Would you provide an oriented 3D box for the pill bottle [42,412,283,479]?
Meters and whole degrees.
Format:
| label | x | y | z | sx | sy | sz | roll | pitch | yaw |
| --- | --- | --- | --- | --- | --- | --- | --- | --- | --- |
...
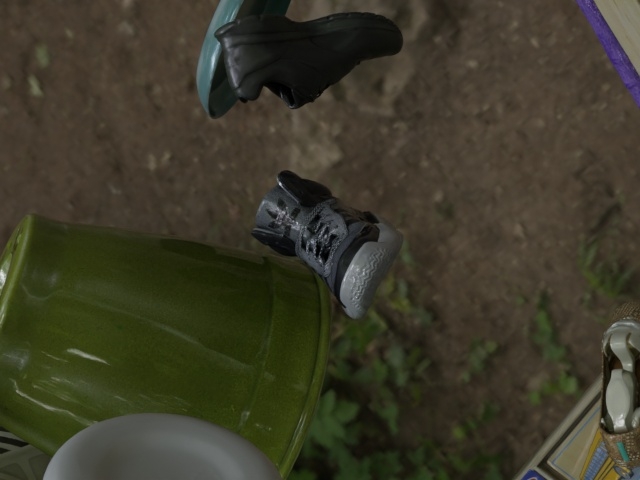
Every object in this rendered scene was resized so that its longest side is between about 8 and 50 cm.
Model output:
| label | x | y | z | sx | sy | sz | roll | pitch | yaw |
| --- | --- | --- | --- | --- | --- | --- | --- | --- | --- |
| pill bottle | -0.079 | 0.177 | 0.475 | 0.103 | 0.103 | 0.184 | 36 | 123 | 42 |

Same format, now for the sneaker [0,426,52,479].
| label | x | y | z | sx | sy | sz | roll | pitch | yaw |
| --- | --- | --- | --- | --- | --- | --- | --- | --- | --- |
| sneaker | -0.326 | 0.381 | 1.415 | 0.448 | 0.257 | 0.169 | 32 | 120 | 1 |

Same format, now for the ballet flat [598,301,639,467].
| label | x | y | z | sx | sy | sz | roll | pitch | yaw |
| --- | --- | --- | --- | --- | --- | --- | --- | --- | --- |
| ballet flat | 0.336 | 0.142 | 1.163 | 0.073 | 0.206 | 0.067 | -14 | 138 | 27 |

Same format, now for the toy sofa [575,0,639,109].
| label | x | y | z | sx | sy | sz | roll | pitch | yaw |
| --- | --- | --- | --- | --- | --- | --- | --- | --- | --- |
| toy sofa | 0.282 | -0.099 | 0.768 | 0.362 | 0.150 | 0.177 | 52 | 158 | -21 |

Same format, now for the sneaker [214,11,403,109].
| label | x | y | z | sx | sy | sz | roll | pitch | yaw |
| --- | --- | --- | --- | --- | --- | --- | --- | --- | --- |
| sneaker | -0.011 | -0.254 | 1.521 | 0.109 | 0.286 | 0.130 | 174 | 88 | -66 |

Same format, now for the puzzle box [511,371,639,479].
| label | x | y | z | sx | sy | sz | roll | pitch | yaw |
| --- | --- | --- | --- | --- | --- | --- | --- | --- | --- |
| puzzle box | 0.463 | 0.305 | 1.472 | 0.272 | 0.409 | 0.052 | 37 | -156 | 10 |

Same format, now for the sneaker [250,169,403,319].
| label | x | y | z | sx | sy | sz | roll | pitch | yaw |
| --- | --- | --- | --- | --- | --- | --- | --- | --- | --- |
| sneaker | 0.000 | 0.000 | 1.146 | 0.153 | 0.101 | 0.268 | 26 | -173 | 0 |

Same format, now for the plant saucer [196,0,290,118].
| label | x | y | z | sx | sy | sz | roll | pitch | yaw |
| --- | --- | --- | --- | --- | --- | --- | --- | --- | --- |
| plant saucer | -0.115 | -0.341 | 1.677 | 0.044 | 0.317 | 0.317 | 27 | 161 | 4 |

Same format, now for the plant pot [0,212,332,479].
| label | x | y | z | sx | sy | sz | roll | pitch | yaw |
| --- | --- | --- | --- | --- | --- | --- | --- | --- | --- |
| plant pot | -0.228 | 0.135 | 1.284 | 0.353 | 0.366 | 0.366 | 22 | 174 | -21 |
